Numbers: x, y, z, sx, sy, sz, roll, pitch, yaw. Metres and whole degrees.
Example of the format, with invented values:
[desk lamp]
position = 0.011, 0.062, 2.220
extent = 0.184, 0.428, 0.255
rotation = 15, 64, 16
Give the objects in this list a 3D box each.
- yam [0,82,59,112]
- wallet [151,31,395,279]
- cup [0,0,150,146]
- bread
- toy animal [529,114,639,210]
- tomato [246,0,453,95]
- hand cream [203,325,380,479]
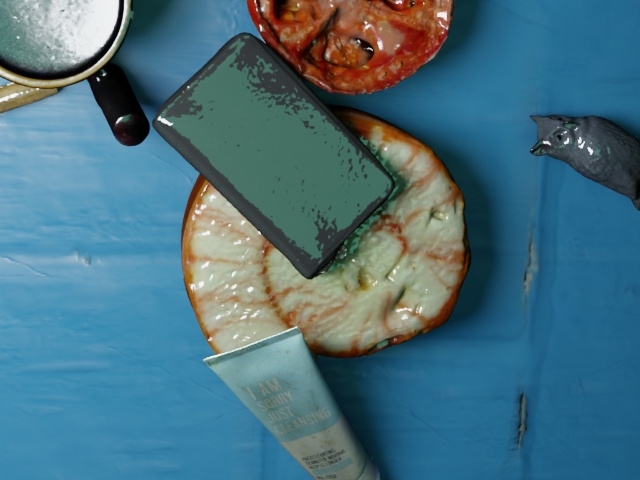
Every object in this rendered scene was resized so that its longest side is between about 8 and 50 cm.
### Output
[yam]
position = -0.356, -0.148, 1.208
extent = 0.145, 0.032, 0.032
rotation = -21, 107, -4
[wallet]
position = -0.042, -0.087, 1.165
extent = 0.250, 0.044, 0.149
rotation = 44, 89, -11
[cup]
position = -0.271, -0.209, 1.132
extent = 0.166, 0.177, 0.239
rotation = -9, 105, -9
[bread]
position = 0.002, -0.004, 1.270
extent = 0.328, 0.114, 0.295
rotation = -14, 105, -6
[toy animal]
position = 0.347, -0.100, 1.341
extent = 0.210, 0.121, 0.117
rotation = 12, 147, 3
[tomato]
position = 0.023, -0.271, 1.207
extent = 0.228, 0.101, 0.228
rotation = -3, 99, -21
[hand cream]
position = -0.013, 0.204, 1.271
extent = 0.111, 0.070, 0.312
rotation = -20, 137, 13
